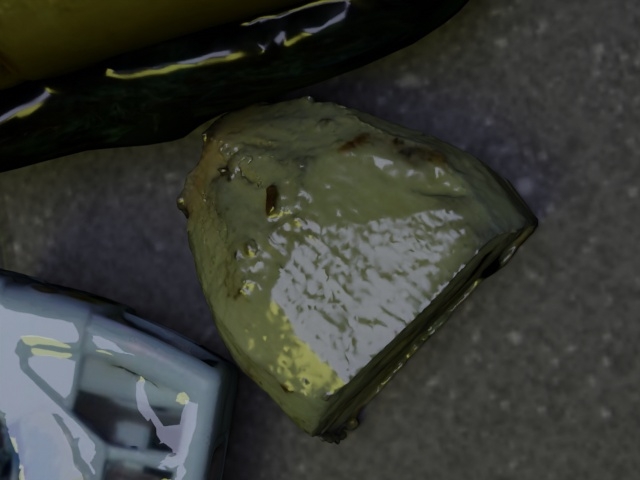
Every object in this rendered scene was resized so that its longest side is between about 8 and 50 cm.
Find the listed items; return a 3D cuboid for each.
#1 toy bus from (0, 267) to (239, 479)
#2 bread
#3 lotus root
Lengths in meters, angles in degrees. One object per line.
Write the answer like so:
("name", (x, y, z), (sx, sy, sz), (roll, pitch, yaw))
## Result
("toy bus", (-0.126, 0.183, 0.669), (0.136, 0.109, 0.330), (10, 89, 6))
("bread", (-0.100, -0.173, 0.642), (0.376, 0.208, 0.251), (-14, 78, 18))
("lotus root", (-0.002, 0.001, 0.663), (0.144, 0.070, 0.143), (36, 95, 15))
